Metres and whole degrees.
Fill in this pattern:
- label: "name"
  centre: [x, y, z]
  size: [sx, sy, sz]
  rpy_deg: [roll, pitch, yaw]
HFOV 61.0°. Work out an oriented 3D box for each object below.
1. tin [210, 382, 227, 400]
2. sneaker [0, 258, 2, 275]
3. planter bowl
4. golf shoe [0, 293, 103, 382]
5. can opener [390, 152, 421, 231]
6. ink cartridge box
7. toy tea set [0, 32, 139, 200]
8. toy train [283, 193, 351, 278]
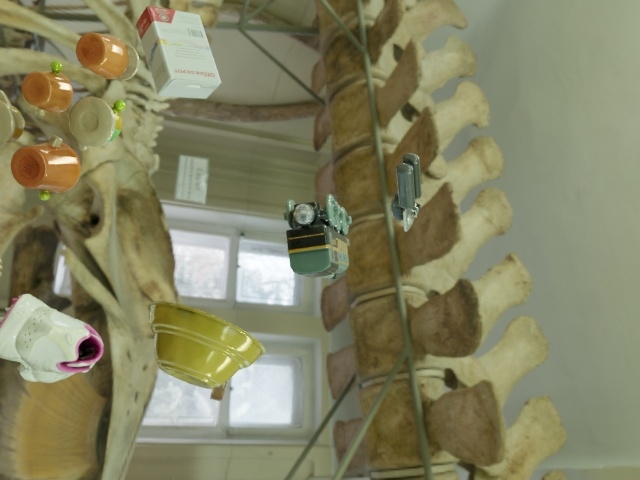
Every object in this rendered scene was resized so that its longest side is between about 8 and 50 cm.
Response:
- label: "tin"
  centre: [-0.251, 0.337, 1.440]
  size: [0.106, 0.040, 0.190]
  rpy_deg: [-71, 180, -74]
- label: "sneaker"
  centre: [-0.487, -0.057, 0.602]
  size: [0.099, 0.153, 0.282]
  rpy_deg: [-54, 136, -54]
- label: "planter bowl"
  centre: [-0.209, 0.192, 0.920]
  size: [0.217, 0.217, 0.090]
  rpy_deg: [-47, -159, 62]
- label: "golf shoe"
  centre: [-0.427, 0.189, 0.908]
  size: [0.306, 0.140, 0.115]
  rpy_deg: [111, -2, -67]
- label: "can opener"
  centre: [0.226, -0.131, 1.504]
  size: [0.076, 0.095, 0.283]
  rpy_deg: [-56, 152, -24]
- label: "ink cartridge box"
  centre: [-0.308, -0.403, 1.177]
  size: [0.072, 0.127, 0.175]
  rpy_deg: [-27, -103, 45]
- label: "toy tea set"
  centre: [-0.451, -0.226, 0.992]
  size: [0.200, 0.336, 0.124]
  rpy_deg: [60, 13, -2]
- label: "toy train"
  centre: [0.000, 0.000, 1.363]
  size: [0.334, 0.142, 0.191]
  rpy_deg: [28, 56, -76]
